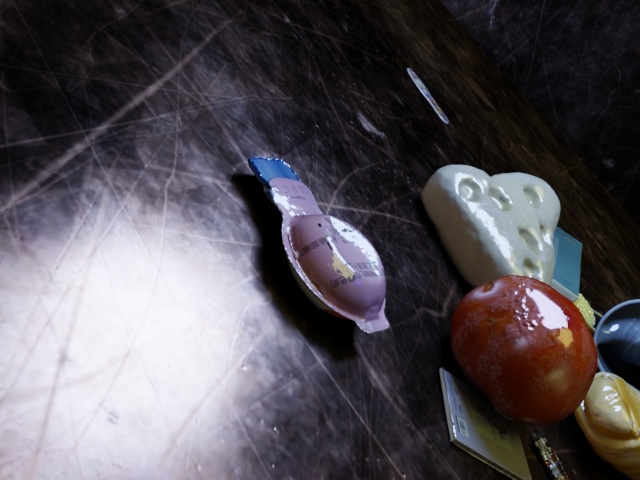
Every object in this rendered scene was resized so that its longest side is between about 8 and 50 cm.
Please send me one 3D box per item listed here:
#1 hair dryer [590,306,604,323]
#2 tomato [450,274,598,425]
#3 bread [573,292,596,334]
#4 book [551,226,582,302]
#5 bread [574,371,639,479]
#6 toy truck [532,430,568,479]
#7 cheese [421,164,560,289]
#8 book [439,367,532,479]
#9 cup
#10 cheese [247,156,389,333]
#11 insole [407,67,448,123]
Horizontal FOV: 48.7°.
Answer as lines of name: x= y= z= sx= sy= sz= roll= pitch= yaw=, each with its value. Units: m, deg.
hair dryer: x=0.718 y=0.186 z=1.871 sx=0.079 sy=0.031 sz=0.083 roll=40 pitch=14 yaw=-3
tomato: x=0.319 y=0.164 z=1.080 sx=0.232 sy=0.188 sz=0.232 roll=41 pitch=19 yaw=-17
bread: x=0.573 y=0.140 z=1.653 sx=0.187 sy=0.065 sz=0.103 roll=50 pitch=27 yaw=4
book: x=0.500 y=-0.001 z=1.669 sx=0.264 sy=0.031 sz=0.379 roll=35 pitch=27 yaw=8
bread: x=0.584 y=0.362 z=1.332 sx=0.311 sy=0.121 sz=0.172 roll=35 pitch=34 yaw=-30
toy truck: x=0.363 y=0.344 z=1.122 sx=0.083 sy=0.024 sz=0.032 roll=64 pitch=7 yaw=19
cheese: x=0.388 y=0.016 z=1.394 sx=0.351 sy=0.129 sz=0.328 roll=5 pitch=54 yaw=-37
book: x=0.240 y=0.273 z=1.032 sx=0.182 sy=0.014 sz=0.127 roll=35 pitch=31 yaw=-28
cup: x=0.758 y=0.248 z=1.626 sx=0.312 sy=0.206 sz=0.205 roll=16 pitch=43 yaw=-59
cheese: x=0.000 y=0.000 z=0.931 sx=0.285 sy=0.074 sz=0.189 roll=56 pitch=26 yaw=16
insole: x=0.294 y=-0.399 z=1.946 sx=0.197 sy=0.004 sz=0.065 roll=58 pitch=27 yaw=13
